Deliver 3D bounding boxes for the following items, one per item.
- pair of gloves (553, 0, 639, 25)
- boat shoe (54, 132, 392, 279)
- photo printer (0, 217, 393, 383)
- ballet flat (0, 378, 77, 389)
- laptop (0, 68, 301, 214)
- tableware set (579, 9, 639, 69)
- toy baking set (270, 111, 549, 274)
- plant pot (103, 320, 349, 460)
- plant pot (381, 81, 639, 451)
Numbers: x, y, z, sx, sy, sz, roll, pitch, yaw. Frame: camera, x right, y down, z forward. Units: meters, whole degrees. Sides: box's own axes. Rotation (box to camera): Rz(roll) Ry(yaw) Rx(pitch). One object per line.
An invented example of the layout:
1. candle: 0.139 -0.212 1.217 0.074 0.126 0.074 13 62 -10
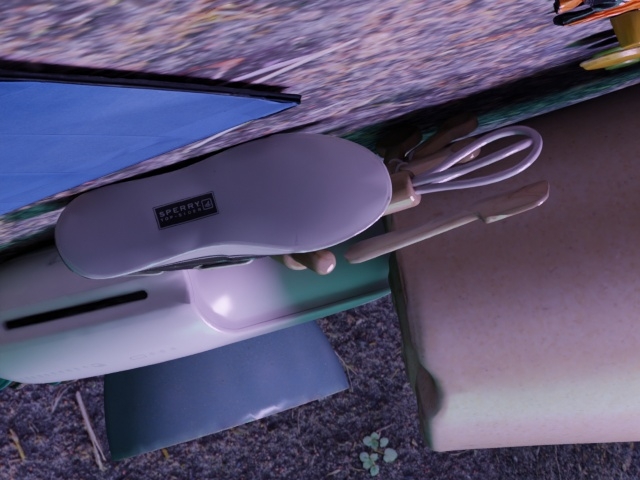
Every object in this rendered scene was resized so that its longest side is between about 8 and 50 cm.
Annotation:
1. pair of gloves: 0.161 -0.133 1.009 0.074 0.010 0.083 -16 174 7
2. boat shoe: -0.063 -0.021 1.221 0.219 0.077 0.070 -9 176 -1
3. photo printer: -0.110 0.035 1.483 0.256 0.107 0.307 -13 180 35
4. ballet flat: -0.261 0.076 1.771 0.106 0.107 0.316 -38 -169 -23
5. laptop: -0.225 0.091 0.903 0.236 0.408 0.382 17 -172 18
6. tableware set: 0.214 -0.134 1.200 0.104 0.024 0.154 -15 179 14
7. toy baking set: 0.045 -0.038 1.288 0.197 0.030 0.256 -29 -159 -10
8. plant pot: -0.132 0.124 2.197 0.290 0.195 0.290 -17 176 -1
9. plant pot: 0.208 0.023 1.400 0.305 0.333 0.334 -10 177 -1
